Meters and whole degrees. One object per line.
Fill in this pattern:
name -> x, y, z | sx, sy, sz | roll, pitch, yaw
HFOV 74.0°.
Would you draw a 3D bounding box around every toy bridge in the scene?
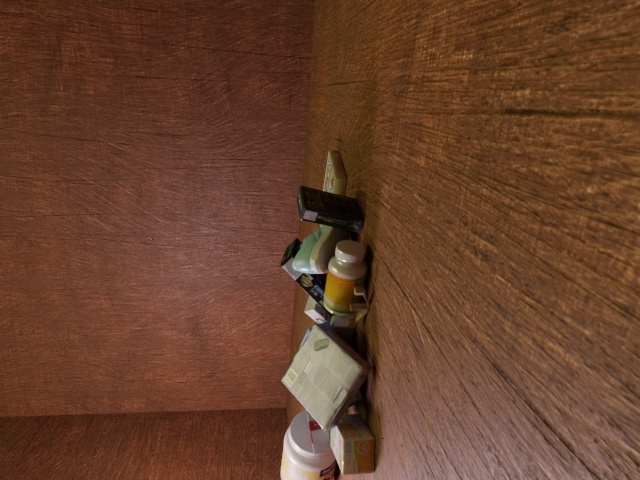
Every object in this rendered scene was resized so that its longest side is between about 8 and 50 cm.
toy bridge -> 0.131, 0.228, 1.438 | 0.026, 0.063, 0.188 | -99, 12, -48

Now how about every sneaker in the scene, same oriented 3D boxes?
sneaker -> 0.000, 0.000, 1.624 | 0.366, 0.150, 0.135 | -49, -49, -55

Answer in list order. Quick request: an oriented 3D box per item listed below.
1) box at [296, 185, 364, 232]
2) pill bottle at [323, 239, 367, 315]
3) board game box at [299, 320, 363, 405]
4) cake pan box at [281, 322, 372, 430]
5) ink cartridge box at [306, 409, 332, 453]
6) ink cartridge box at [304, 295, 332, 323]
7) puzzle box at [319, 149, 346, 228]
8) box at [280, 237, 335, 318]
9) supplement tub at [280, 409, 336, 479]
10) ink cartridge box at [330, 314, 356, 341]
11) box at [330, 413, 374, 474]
box -> 0.034, -0.118, 1.579 | 0.183, 0.232, 0.059 | -103, 30, -56
pill bottle -> 0.090, 0.129, 1.483 | 0.136, 0.136, 0.246 | -104, 19, -59
board game box -> 0.029, 0.503, 1.634 | 0.308, 0.086, 0.302 | 110, 139, -61
cake pan box -> 0.012, 0.457, 1.435 | 0.245, 0.070, 0.267 | 35, 100, 38
ink cartridge box -> -0.010, 0.671, 1.583 | 0.175, 0.072, 0.128 | -108, 9, -60
ink cartridge box -> 0.020, 0.312, 1.855 | 0.060, 0.180, 0.104 | -20, 38, 38
puzzle box -> 0.052, -0.192, 2.041 | 0.272, 0.052, 0.409 | -99, 14, -51
box -> -0.030, 0.145, 1.748 | 0.293, 0.073, 0.295 | 49, -171, -10
supplement tub -> -0.044, 0.922, 1.834 | 0.241, 0.240, 0.332 | -103, 18, -57
ink cartridge box -> 0.082, 0.341, 1.636 | 0.123, 0.088, 0.052 | 101, 167, -46
box -> 0.102, 0.669, 1.408 | 0.203, 0.103, 0.114 | 178, 94, -81
